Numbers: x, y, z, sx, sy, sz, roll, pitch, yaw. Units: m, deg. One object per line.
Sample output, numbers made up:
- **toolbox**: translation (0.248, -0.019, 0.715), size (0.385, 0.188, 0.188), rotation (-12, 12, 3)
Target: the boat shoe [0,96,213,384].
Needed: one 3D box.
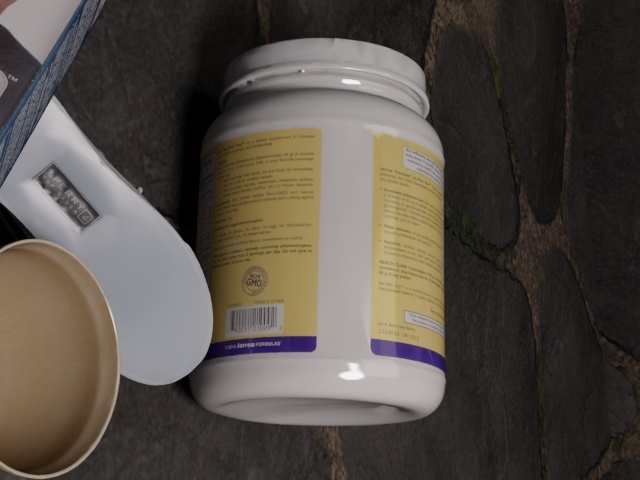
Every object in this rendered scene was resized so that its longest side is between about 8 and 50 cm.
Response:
- **boat shoe**: translation (-0.195, -0.017, 0.923), size (0.113, 0.105, 0.306), rotation (-42, 118, -5)

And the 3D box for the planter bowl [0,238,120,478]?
- **planter bowl**: translation (-0.233, 0.084, 0.826), size (0.162, 0.109, 0.162), rotation (20, 67, -58)

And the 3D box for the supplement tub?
- **supplement tub**: translation (0.000, 0.000, 1.133), size (0.241, 0.241, 0.331), rotation (27, 60, -56)

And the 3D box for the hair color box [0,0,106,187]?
- **hair color box**: translation (-0.250, -0.121, 0.721), size (0.173, 0.105, 0.347), rotation (24, 43, -9)
